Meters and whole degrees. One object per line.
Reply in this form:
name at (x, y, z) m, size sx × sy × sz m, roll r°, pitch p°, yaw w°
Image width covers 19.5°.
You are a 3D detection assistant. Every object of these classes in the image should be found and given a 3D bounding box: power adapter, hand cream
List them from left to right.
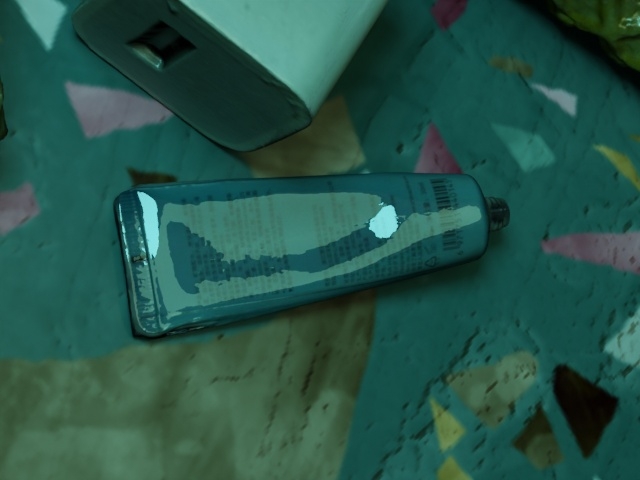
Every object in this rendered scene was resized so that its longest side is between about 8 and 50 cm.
power adapter at (-0.019, -0.168, 0.986) m, size 0.125 × 0.130 × 0.205 m, roll 37°, pitch 68°, yaw -15°
hand cream at (0.000, 0.000, 1.023) m, size 0.224 × 0.048 × 0.083 m, roll -7°, pitch 85°, yaw -19°

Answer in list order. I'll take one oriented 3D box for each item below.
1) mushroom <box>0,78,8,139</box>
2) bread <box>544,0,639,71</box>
mushroom at (-0.247, -0.137, 0.849) m, size 0.292 × 0.212 × 0.217 m, roll -4°, pitch 76°, yaw -31°
bread at (0.214, -0.127, 1.116) m, size 0.367 × 0.084 × 0.077 m, roll 34°, pitch 115°, yaw -15°
